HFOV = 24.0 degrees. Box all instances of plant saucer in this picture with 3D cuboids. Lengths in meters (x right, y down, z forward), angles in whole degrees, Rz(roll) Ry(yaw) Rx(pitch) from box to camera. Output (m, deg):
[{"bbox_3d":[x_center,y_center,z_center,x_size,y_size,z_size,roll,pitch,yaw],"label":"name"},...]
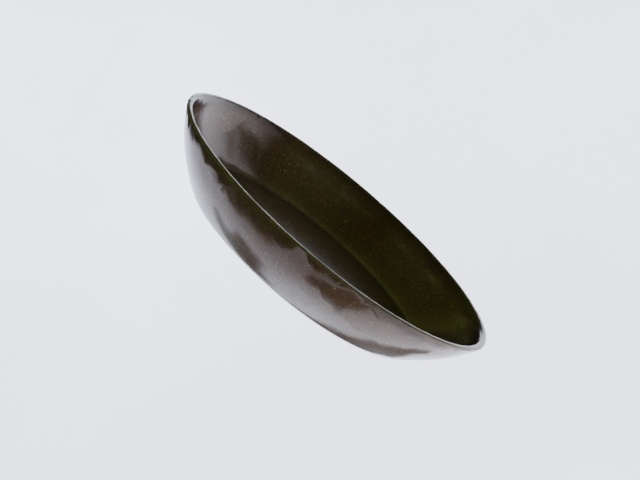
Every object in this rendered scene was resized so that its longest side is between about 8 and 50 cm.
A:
[{"bbox_3d":[0.000,0.000,0.783,0.036,0.198,0.198,-49,-137,13],"label":"plant saucer"}]
